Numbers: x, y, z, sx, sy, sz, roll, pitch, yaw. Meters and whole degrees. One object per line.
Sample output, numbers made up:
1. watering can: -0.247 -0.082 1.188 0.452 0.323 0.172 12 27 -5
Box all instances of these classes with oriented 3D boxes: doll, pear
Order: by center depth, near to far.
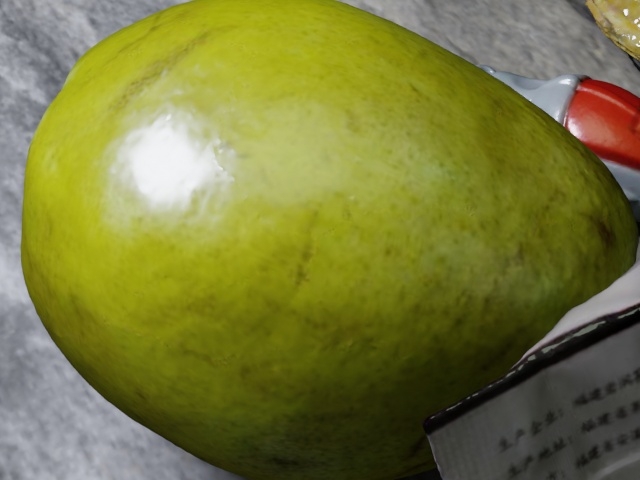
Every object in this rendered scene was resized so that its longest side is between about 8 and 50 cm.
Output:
1. pear: 0.000 0.000 0.676 0.307 0.253 0.253 16 50 -10
2. doll: 0.193 -0.052 0.828 0.227 0.075 0.102 30 41 10

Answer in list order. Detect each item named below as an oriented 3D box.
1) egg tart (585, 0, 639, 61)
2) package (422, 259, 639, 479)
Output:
1. egg tart: 0.284 -0.198 0.954 0.191 0.074 0.191 -1 48 1
2. package: 0.179 0.100 0.620 0.250 0.204 0.062 -32 25 -21
